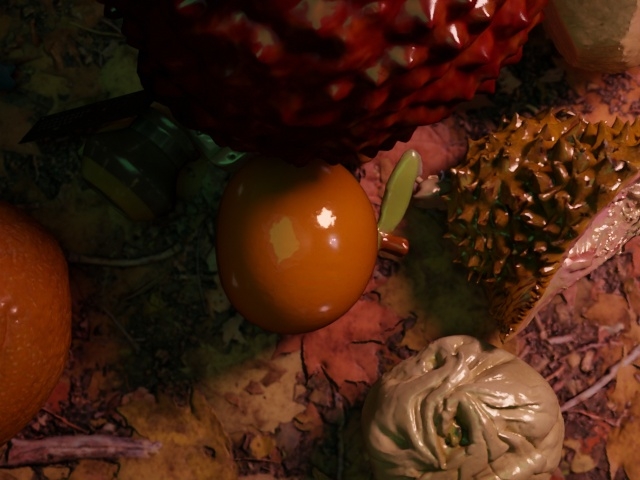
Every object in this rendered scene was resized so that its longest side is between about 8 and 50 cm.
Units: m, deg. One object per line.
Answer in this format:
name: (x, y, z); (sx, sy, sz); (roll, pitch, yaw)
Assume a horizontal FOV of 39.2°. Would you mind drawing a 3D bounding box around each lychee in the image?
lychee: (-0.021, -0.276, 0.875); (0.500, 0.424, 0.424); (0, 87, 22)

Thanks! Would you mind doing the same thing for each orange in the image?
orange: (-0.449, 0.108, 0.994); (0.322, 0.322, 0.357); (47, 115, 7)

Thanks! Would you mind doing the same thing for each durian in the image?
durian: (0.250, -0.058, 1.009); (0.305, 0.185, 0.195); (-42, 66, 0)

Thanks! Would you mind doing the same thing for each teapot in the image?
teapot: (-0.226, -0.099, 1.084); (0.166, 0.130, 0.119); (29, 74, 38)

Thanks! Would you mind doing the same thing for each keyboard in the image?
keyboard: (-0.278, -0.151, 1.085); (0.198, 0.063, 0.010); (-9, 125, 28)

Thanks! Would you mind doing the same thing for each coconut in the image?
coconut: (0.346, -0.316, 0.965); (0.244, 0.239, 0.239); (-27, 84, 10)

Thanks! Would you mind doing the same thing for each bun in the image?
bun: (0.155, 0.215, 1.001); (0.229, 0.145, 0.229); (-2, 77, 10)

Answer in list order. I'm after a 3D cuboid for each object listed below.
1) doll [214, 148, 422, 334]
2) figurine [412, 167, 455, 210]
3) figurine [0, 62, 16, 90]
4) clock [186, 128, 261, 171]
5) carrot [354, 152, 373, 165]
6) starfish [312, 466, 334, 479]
doll: (0.000, 0.000, 1.012); (0.236, 0.213, 0.213); (-1, 87, -7)
figurine: (0.148, -0.065, 1.069); (0.083, 0.047, 0.050); (3, 77, 2)
figurine: (-0.569, -0.208, 1.096); (0.298, 0.243, 0.416); (25, 69, 16)
clock: (-0.118, -0.192, 1.096); (0.151, 0.062, 0.191); (-42, 83, 3)
carrot: (0.085, -0.188, 1.079); (0.061, 0.061, 0.209); (22, 94, 7)
starfish: (0.095, 0.407, 1.025); (0.302, 0.060, 0.299); (0, 58, -4)
